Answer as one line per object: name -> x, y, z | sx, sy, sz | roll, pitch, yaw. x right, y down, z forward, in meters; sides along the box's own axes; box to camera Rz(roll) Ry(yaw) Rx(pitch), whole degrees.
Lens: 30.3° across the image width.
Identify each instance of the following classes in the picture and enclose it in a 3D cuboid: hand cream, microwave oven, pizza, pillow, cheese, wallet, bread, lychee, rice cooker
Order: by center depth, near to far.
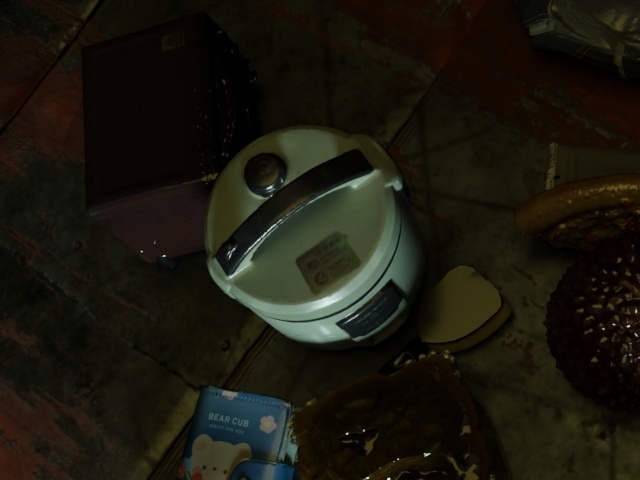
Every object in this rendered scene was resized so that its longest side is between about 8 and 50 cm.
lychee -> 0.313, 0.081, 1.185 | 0.188, 0.188, 0.188 | -7, 67, 16
bread -> 0.081, 0.233, 1.236 | 0.210, 0.110, 0.192 | -21, 62, 10
pizza -> 0.331, -0.024, 1.251 | 0.246, 0.127, 0.058 | 6, 63, 4
rice cooker -> 0.000, 0.000, 1.282 | 0.226, 0.244, 0.226 | -7, 67, 16
hand cream -> 0.340, -0.069, 1.307 | 0.186, 0.054, 0.087 | 1, 74, 26
wallet -> -0.098, 0.269, 1.312 | 0.141, 0.059, 0.202 | 5, 69, 27
cheese -> 0.130, 0.102, 1.314 | 0.162, 0.036, 0.086 | -42, 65, -1
pillow -> 0.364, -0.257, 1.349 | 0.335, 0.092, 0.161 | 22, 72, 26
microwave oven -> -0.166, -0.120, 1.425 | 0.188, 0.178, 0.247 | -13, 64, 11
